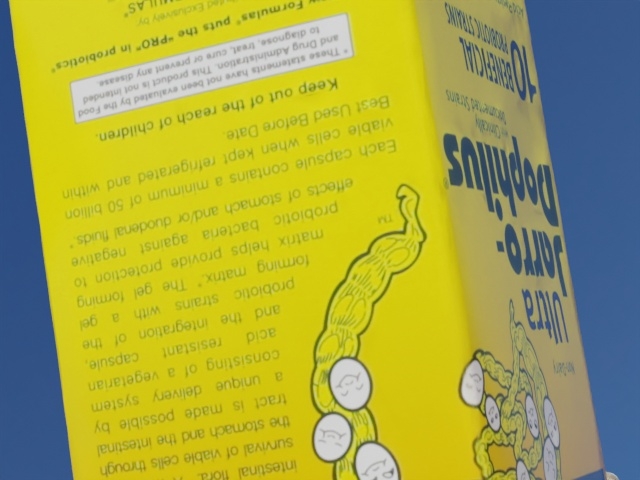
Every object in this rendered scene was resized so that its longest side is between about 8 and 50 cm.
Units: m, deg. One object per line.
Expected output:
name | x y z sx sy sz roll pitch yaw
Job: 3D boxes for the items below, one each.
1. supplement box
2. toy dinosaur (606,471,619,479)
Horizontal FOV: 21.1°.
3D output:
supplement box | 0.000 0.000 0.813 0.195 0.357 0.194 -11 -6 22
toy dinosaur | 0.065 0.196 1.220 0.313 0.160 0.121 -27 -55 -14
